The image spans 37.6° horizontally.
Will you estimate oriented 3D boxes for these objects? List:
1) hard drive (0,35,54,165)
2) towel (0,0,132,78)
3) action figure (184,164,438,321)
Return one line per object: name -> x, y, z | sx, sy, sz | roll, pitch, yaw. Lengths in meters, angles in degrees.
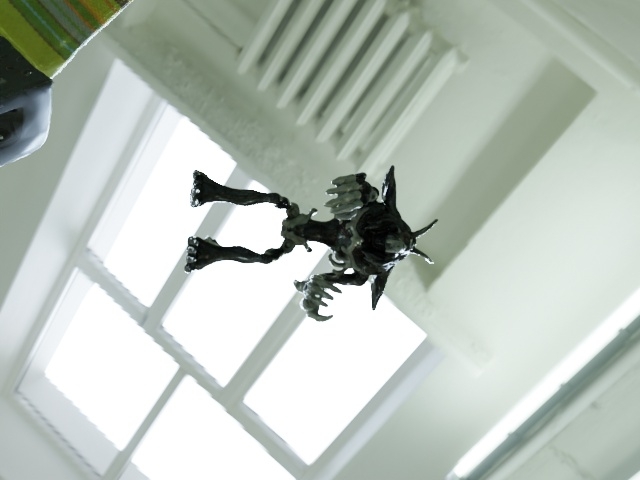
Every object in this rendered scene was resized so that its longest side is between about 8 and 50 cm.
hard drive -> -0.262, -0.064, 0.435 | 0.255, 0.054, 0.172 | -18, -135, -17
towel -> -0.042, -0.170, 0.339 | 0.102, 0.237, 0.021 | 48, 179, 9
action figure -> 0.000, 0.000, 0.981 | 0.276, 0.164, 0.141 | 4, -166, -9
